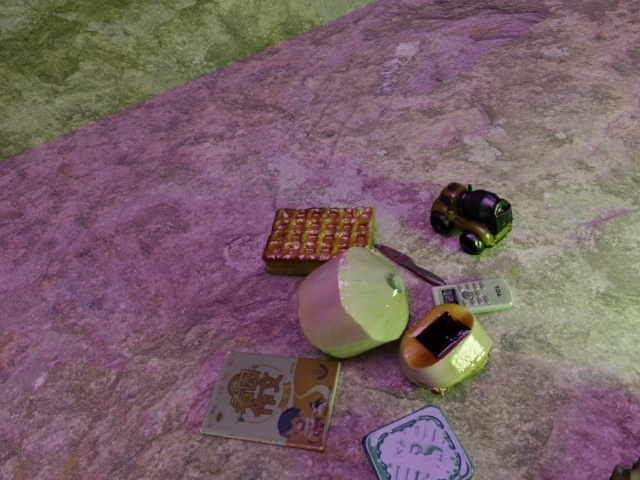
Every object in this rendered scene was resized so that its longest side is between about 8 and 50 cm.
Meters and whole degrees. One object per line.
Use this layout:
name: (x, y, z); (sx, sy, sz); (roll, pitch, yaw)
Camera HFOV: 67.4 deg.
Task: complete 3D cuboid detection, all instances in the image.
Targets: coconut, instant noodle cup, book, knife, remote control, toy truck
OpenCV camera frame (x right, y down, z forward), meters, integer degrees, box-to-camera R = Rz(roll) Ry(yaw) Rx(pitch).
coconut: (0.088, 0.138, 1.109); (0.244, 0.239, 0.239); (-29, 36, 36)
instant noodle cup: (0.189, 0.430, 0.940); (0.179, 0.070, 0.157); (-22, 48, -7)
book: (-0.113, 0.363, 1.113); (0.295, 0.020, 0.208); (1, 49, 15)
knife: (0.242, 0.061, 1.303); (0.035, 0.018, 0.247); (-41, 50, -19)
remote control: (0.375, 0.141, 1.188); (0.189, 0.029, 0.088); (-8, 47, 7)
toy truck: (0.405, -0.083, 1.294); (0.147, 0.165, 0.224); (-36, 49, -18)

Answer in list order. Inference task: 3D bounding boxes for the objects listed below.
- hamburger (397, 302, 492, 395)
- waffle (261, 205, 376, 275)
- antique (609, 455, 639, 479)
hamburger: (0.274, 0.239, 1.072); (0.210, 0.116, 0.173); (-39, 43, -16)
waffle: (0.000, 0.001, 1.372); (0.307, 0.091, 0.213); (1, 48, 13)
antique: (0.582, 0.491, 0.755); (0.125, 0.150, 0.284); (-13, 38, -4)
